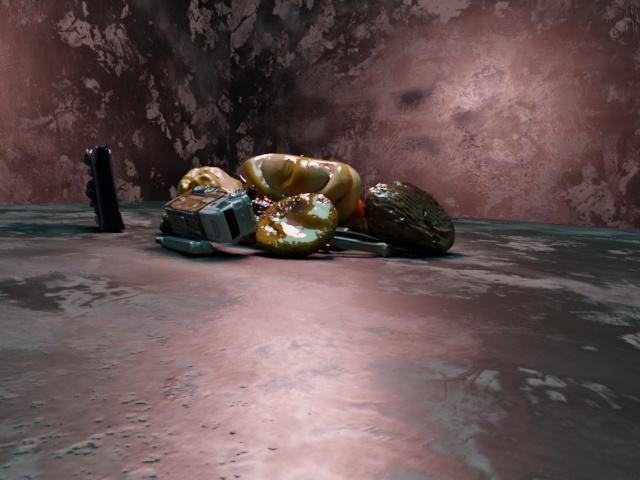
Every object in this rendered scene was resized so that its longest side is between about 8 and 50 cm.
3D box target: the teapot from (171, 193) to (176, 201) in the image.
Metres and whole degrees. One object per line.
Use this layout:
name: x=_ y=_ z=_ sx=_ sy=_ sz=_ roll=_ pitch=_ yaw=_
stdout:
teapot: x=-0.500 y=-0.121 z=1.934 sx=0.222 sy=0.163 sz=0.178 roll=10 pitch=6 yaw=39

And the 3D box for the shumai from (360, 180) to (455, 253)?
shumai: x=0.260 y=-0.035 z=1.604 sx=0.346 sy=0.216 sz=0.283 roll=29 pitch=-42 yaw=-17

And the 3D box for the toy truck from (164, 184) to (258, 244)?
toy truck: x=-0.341 y=-0.076 z=1.425 sx=0.306 sy=0.136 sz=0.162 roll=11 pitch=35 yaw=43

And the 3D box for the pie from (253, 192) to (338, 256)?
pie: x=-0.077 y=-0.049 z=1.438 sx=0.274 sy=0.069 sz=0.273 roll=-4 pitch=49 yaw=4

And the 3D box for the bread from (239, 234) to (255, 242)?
bread: x=-0.236 y=-0.027 z=1.659 sx=0.157 sy=0.082 sz=0.094 roll=-1 pitch=-7 yaw=-11

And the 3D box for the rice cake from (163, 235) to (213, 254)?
rice cake: x=-0.396 y=0.013 z=1.390 sx=0.080 sy=0.042 sz=0.222 roll=4 pitch=2 yaw=-38

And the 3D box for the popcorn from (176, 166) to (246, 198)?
popcorn: x=-0.395 y=-0.134 z=1.759 sx=0.297 sy=0.281 sz=0.316 roll=46 pitch=2 yaw=4

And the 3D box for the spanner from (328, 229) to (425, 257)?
spanner: x=0.173 y=0.014 z=1.472 sx=0.325 sy=0.040 sz=0.095 roll=11 pitch=24 yaw=-1

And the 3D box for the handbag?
handbag: x=-0.853 y=-0.199 z=1.813 sx=0.119 sy=0.325 sz=0.269 roll=-9 pitch=9 yaw=-25

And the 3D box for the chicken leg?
chicken leg: x=-0.147 y=-0.041 z=1.546 sx=0.407 sy=0.158 sz=0.095 roll=29 pitch=-19 yaw=19

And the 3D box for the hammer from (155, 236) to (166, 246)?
hammer: x=-0.513 y=0.008 z=1.507 sx=0.036 sy=0.019 sz=0.110 roll=-1 pitch=14 yaw=-24

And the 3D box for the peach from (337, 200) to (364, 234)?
peach: x=0.100 y=-0.096 z=1.852 sx=0.198 sy=0.197 sz=0.197 roll=2 pitch=7 yaw=0

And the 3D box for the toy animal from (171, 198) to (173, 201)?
toy animal: x=-0.577 y=-0.099 z=2.095 sx=0.104 sy=0.130 sz=0.221 roll=-29 pitch=-36 yaw=25

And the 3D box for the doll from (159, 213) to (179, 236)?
doll: x=-0.556 y=-0.056 z=1.736 sx=0.089 sy=0.102 sz=0.179 roll=-44 pitch=26 yaw=-11

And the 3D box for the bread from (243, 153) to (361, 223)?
bread: x=-0.061 y=-0.221 z=1.731 sx=0.425 sy=0.328 sz=0.245 roll=13 pitch=-29 yaw=22

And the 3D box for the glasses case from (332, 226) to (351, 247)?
glasses case: x=0.000 y=0.000 z=1.597 sx=0.194 sy=0.070 sz=0.102 roll=9 pitch=38 yaw=31
